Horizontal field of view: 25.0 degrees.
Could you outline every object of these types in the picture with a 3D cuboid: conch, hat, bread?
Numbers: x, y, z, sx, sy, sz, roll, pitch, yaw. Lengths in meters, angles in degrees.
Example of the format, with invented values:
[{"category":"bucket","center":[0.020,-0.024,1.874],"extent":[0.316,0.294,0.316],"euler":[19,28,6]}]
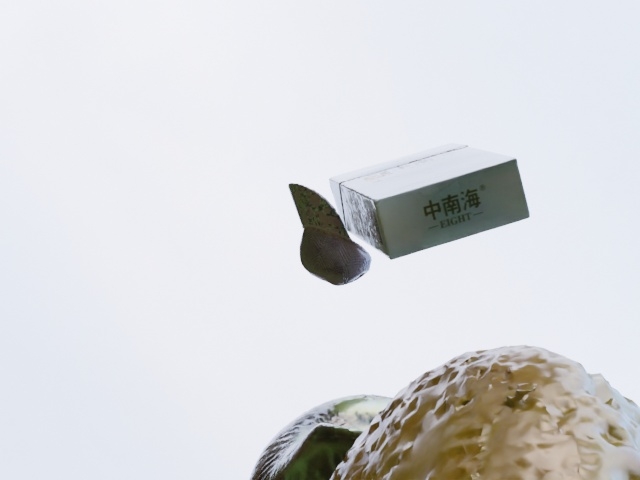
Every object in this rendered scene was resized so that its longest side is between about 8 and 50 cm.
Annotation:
[{"category":"conch","center":[0.040,0.166,0.918],"extent":[0.187,0.181,0.124],"euler":[-2,-89,31]},{"category":"hat","center":[-0.003,-0.001,1.049],"extent":[0.087,0.042,0.058],"euler":[47,-10,2]},{"category":"bread","center":[0.053,0.155,0.493],"extent":[0.139,0.240,0.240],"euler":[30,-37,-8]}]

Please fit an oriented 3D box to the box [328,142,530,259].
[{"category":"box","center":[0.108,-0.047,1.517],"extent":[0.243,0.155,0.067],"euler":[-147,-138,-76]}]
